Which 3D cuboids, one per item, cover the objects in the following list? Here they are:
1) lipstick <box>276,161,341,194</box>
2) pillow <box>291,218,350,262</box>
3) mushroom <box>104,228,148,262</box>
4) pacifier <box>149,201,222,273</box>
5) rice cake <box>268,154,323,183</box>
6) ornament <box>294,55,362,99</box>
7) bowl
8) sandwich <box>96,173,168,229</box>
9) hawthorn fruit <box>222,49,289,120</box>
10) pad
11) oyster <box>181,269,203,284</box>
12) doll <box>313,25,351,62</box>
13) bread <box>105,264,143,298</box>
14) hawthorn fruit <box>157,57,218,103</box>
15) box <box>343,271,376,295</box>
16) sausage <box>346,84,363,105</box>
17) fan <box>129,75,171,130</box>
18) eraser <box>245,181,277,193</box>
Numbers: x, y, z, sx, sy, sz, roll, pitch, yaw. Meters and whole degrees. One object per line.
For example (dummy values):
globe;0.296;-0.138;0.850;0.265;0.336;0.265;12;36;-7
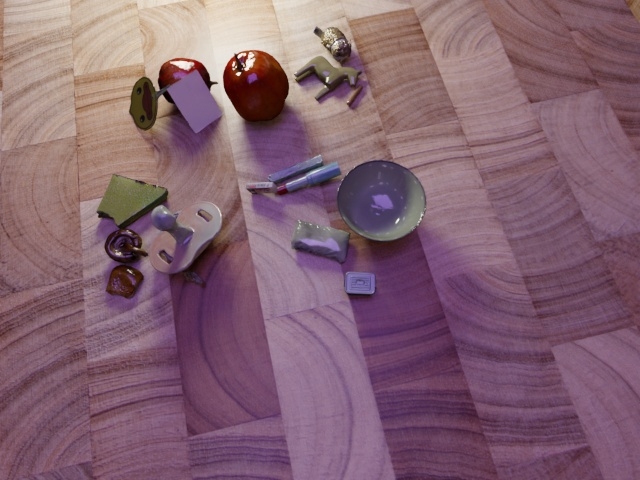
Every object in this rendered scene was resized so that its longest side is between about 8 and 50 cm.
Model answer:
lipstick;-0.051;-0.251;1.712;0.274;0.068;0.061;-21;100;2
pillow;0.000;0.000;1.634;0.229;0.051;0.128;15;75;5
mushroom;-0.757;0.027;1.632;0.170;0.080;0.135;23;86;8
pacifier;-0.525;-0.028;1.576;0.220;0.273;0.332;41;77;-3
rice cake;-0.104;-0.295;1.739;0.245;0.045;0.042;-23;75;-7
ornament;0.042;-0.746;1.880;0.245;0.061;0.230;-40;76;-8
bowl;0.229;-0.131;1.616;0.337;0.157;0.337;0;70;1
sandwich;-0.772;-0.142;1.702;0.245;0.063;0.212;16;76;7
hawthorn fruit;-0.281;-0.662;1.719;0.287;0.330;0.287;-5;73;16
pad;-0.530;-0.588;1.763;0.156;0.232;0.004;-40;49;-12
oyster;-0.498;0.148;1.590;0.038;0.081;0.083;-56;43;7
doll;0.062;-0.919;1.918;0.221;0.105;0.115;51;121;23
bread;-0.764;0.157;1.606;0.129;0.044;0.126;17;74;4
hawthorn fruit;-0.573;-0.684;1.803;0.250;0.215;0.215;4;71;-11
box;0.148;0.168;1.564;0.122;0.069;0.084;3;70;2
sausage;0.153;-0.652;1.864;0.026;0.026;0.116;30;75;11
fan;-0.736;-0.600;1.780;0.335;0.011;0.229;-8;90;38
eraser;-0.240;-0.215;1.695;0.122;0.052;0.029;1;72;21
